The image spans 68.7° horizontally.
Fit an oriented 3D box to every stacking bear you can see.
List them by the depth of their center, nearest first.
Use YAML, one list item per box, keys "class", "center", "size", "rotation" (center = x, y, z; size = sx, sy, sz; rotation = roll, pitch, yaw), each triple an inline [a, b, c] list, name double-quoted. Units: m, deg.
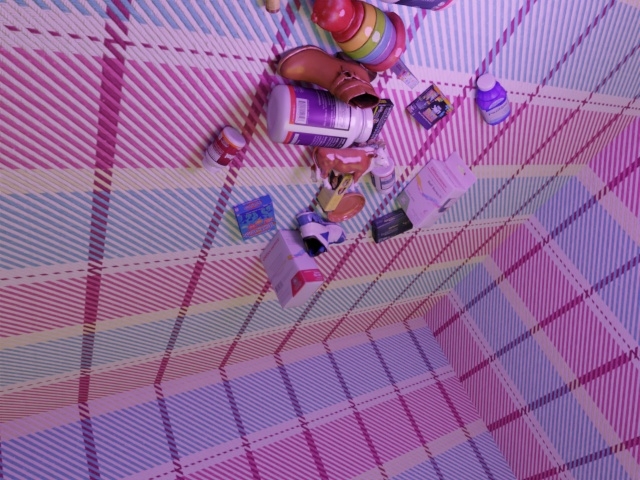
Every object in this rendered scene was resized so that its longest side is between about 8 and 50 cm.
- class: "stacking bear"
  center: [0.098, -0.612, 1.336]
  size: [0.289, 0.164, 0.175]
  rotation: [12, 134, -43]

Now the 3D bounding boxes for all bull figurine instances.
- class: "bull figurine"
  center: [0.108, -0.292, 1.829]
  size: [0.311, 0.101, 0.188]
  rotation: [7, 118, -14]

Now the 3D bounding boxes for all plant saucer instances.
- class: "plant saucer"
  center: [0.117, -0.162, 2.217]
  size: [0.200, 0.037, 0.200]
  rotation: [-20, 150, -12]

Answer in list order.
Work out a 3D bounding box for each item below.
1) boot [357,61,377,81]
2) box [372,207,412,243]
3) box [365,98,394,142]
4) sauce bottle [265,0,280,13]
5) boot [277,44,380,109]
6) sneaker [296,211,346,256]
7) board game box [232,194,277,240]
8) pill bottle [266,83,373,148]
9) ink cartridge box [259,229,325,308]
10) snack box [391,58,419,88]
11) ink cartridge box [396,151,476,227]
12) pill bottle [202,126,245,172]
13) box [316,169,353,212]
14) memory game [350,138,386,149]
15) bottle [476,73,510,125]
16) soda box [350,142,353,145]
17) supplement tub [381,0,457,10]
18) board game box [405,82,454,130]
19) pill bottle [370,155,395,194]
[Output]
- class: "boot"
  center: [0.130, -0.549, 1.586]
  size: [0.106, 0.037, 0.114]
  rotation: [-38, 155, 24]
- class: "box"
  center: [0.395, -0.086, 2.553]
  size: [0.233, 0.059, 0.183]
  rotation: [-23, 151, -7]
- class: "box"
  center: [0.161, -0.448, 1.769]
  size: [0.184, 0.045, 0.190]
  rotation: [-8, 148, -26]
- class: "sauce bottle"
  center: [-0.121, -0.649, 1.196]
  size: [0.042, 0.042, 0.128]
  rotation: [-17, 152, -18]
- class: "boot"
  center: [0.029, -0.477, 1.420]
  size: [0.284, 0.220, 0.109]
  rotation: [-8, 147, -31]
- class: "sneaker"
  center: [-0.001, 0.000, 2.209]
  size: [0.128, 0.182, 0.315]
  rotation: [-18, 156, 30]
- class: "board game box"
  center: [-0.274, -0.093, 1.991]
  size: [0.160, 0.047, 0.210]
  rotation: [-21, 152, -11]
- class: "pill bottle"
  center: [-0.002, -0.394, 1.518]
  size: [0.323, 0.181, 0.181]
  rotation: [1, 143, -22]
- class: "ink cartridge box"
  center: [-0.139, 0.133, 2.209]
  size: [0.131, 0.306, 0.226]
  rotation: [0, 142, -40]
- class: "snack box"
  center: [0.256, -0.570, 1.539]
  size: [0.037, 0.141, 0.100]
  rotation: [-43, 148, 26]
- class: "ink cartridge box"
  center: [0.552, -0.246, 2.261]
  size: [0.119, 0.207, 0.353]
  rotation: [0, 141, -42]
- class: "pill bottle"
  center: [-0.326, -0.299, 1.563]
  size: [0.152, 0.086, 0.086]
  rotation: [-42, 148, 27]
- class: "box"
  center: [0.061, -0.226, 2.013]
  size: [0.058, 0.087, 0.232]
  rotation: [-9, 146, -33]
- class: "memory game"
  center: [0.183, -0.362, 1.916]
  size: [0.186, 0.012, 0.186]
  rotation: [-18, 165, -5]
- class: "bottle"
  center: [0.713, -0.587, 1.947]
  size: [0.118, 0.092, 0.283]
  rotation: [-34, 151, 16]
- class: "soda box"
  center: [0.052, -0.404, 1.682]
  size: [0.169, 0.060, 0.053]
  rotation: [18, 132, -27]
- class: "supplement tub"
  center: [0.242, -0.719, 1.227]
  size: [0.272, 0.191, 0.191]
  rotation: [-8, 147, -31]
- class: "board game box"
  center: [0.438, -0.527, 1.864]
  size: [0.141, 0.048, 0.170]
  rotation: [-41, 149, 22]
- class: "pill bottle"
  center: [0.277, -0.284, 2.072]
  size: [0.108, 0.108, 0.180]
  rotation: [-26, 152, -2]
